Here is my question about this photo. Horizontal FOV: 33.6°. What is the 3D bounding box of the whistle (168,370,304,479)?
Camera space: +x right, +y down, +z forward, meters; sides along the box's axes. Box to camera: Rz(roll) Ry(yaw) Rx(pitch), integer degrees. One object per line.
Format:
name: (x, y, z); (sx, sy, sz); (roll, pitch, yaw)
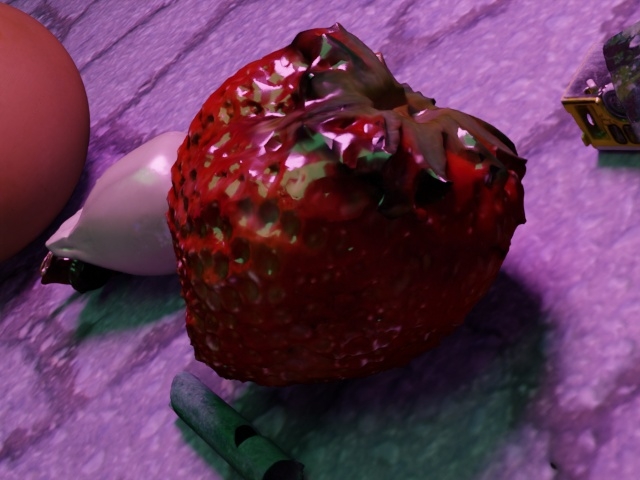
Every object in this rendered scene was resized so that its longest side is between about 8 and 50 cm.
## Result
whistle: (-0.075, 0.154, 0.857); (0.039, 0.039, 0.186); (-47, 33, -12)

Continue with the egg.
egg: (-0.442, -0.125, 1.305); (0.301, 0.301, 0.374); (-14, 49, 34)

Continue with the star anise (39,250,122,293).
star anise: (-0.236, 0.000, 1.180); (0.168, 0.057, 0.168); (-20, 33, 13)

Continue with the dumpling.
dumpling: (-0.158, -0.046, 1.092); (0.252, 0.131, 0.179); (-21, 26, 19)

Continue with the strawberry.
strawberry: (0.000, 0.000, 0.803); (0.288, 0.238, 0.250); (-58, 19, 26)

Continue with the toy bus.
toy bus: (0.294, -0.113, 0.779); (0.226, 0.074, 0.081); (4, 54, 46)

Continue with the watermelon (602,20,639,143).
watermelon: (0.336, -0.059, 0.612); (0.260, 0.256, 0.176); (-26, -9, 33)
